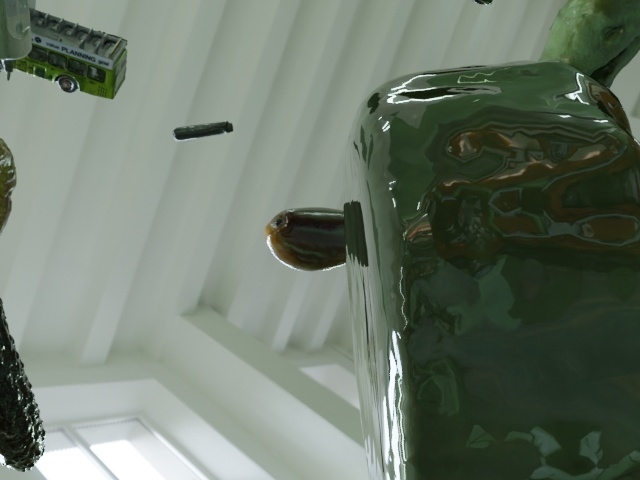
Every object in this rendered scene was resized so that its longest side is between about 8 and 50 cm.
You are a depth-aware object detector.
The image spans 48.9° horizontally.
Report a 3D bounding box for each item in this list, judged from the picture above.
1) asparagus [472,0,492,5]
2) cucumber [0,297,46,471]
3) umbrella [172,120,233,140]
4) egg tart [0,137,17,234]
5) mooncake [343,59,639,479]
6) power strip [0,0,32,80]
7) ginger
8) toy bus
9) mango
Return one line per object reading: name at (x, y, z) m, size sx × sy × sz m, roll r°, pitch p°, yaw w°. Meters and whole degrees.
asparagus at (0.189, -0.375, 1.005) m, size 0.165 × 0.036 × 0.030 m, roll 10°, pitch -62°, yaw -38°
cucumber at (-0.343, 0.172, 0.760) m, size 0.072 × 0.072 × 0.300 m, roll -34°, pitch -35°, yaw -33°
umbrella at (-0.255, -0.237, 1.526) m, size 0.133 × 0.036 × 0.031 m, roll -9°, pitch -59°, yaw 0°
egg tart at (-0.576, -0.045, 1.042) m, size 0.295 × 0.116 × 0.295 m, roll 25°, pitch -90°, yaw -85°
mooncake at (0.122, 0.054, 0.508) m, size 0.194 × 0.356 × 0.357 m, roll -5°, pitch -54°, yaw -2°
power strip at (-0.315, -0.272, 0.696) m, size 0.029 × 0.080 × 0.227 m, roll 3°, pitch -67°, yaw -6°
ginger at (0.254, -0.136, 0.696) m, size 0.137 × 0.089 × 0.290 m, roll 9°, pitch -80°, yaw -23°
toy bus at (-0.532, -0.386, 1.372) m, size 0.113 × 0.301 × 0.139 m, roll -84°, pitch 15°, yaw -49°
mango at (0.000, 0.000, 1.402) m, size 0.267 × 0.111 × 0.133 m, roll 5°, pitch -76°, yaw -35°
